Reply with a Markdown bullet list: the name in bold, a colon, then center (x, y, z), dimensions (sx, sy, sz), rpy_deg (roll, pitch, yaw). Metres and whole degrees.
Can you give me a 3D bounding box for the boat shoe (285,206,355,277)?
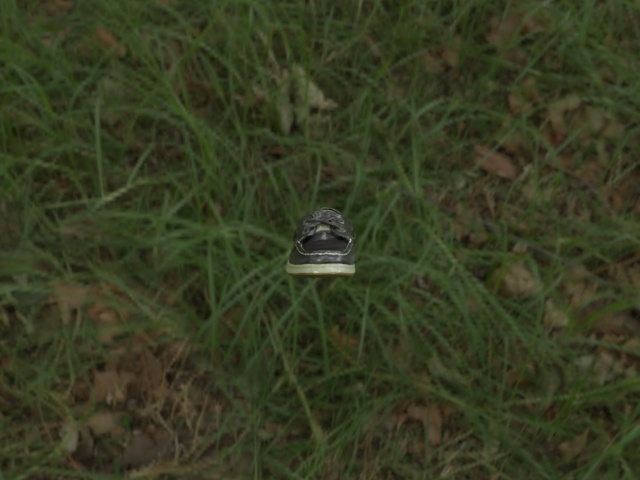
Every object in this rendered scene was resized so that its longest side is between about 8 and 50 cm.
- **boat shoe**: center (0.000, 0.000, 0.865), dimensions (0.056, 0.152, 0.049), rpy_deg (1, 97, -3)
